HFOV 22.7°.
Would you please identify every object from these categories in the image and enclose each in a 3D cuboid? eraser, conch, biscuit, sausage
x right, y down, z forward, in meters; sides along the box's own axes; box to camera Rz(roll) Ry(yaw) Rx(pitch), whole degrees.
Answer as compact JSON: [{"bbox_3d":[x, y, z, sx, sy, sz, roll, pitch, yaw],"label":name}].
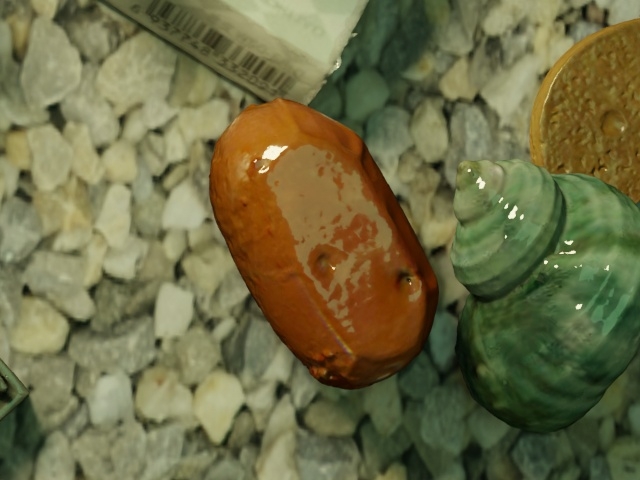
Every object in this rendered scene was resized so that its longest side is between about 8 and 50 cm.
[{"bbox_3d":[-0.131,-0.300,1.396,0.397,0.082,0.213,30,84,-12],"label":"eraser"},{"bbox_3d":[0.200,0.037,1.435,0.277,0.220,0.195,58,35,-25],"label":"conch"},{"bbox_3d":[0.271,-0.113,1.521,0.142,0.029,0.220,18,90,-14],"label":"biscuit"},{"bbox_3d":[0.000,0.000,1.402,0.153,0.141,0.268,-30,97,-12],"label":"sausage"}]

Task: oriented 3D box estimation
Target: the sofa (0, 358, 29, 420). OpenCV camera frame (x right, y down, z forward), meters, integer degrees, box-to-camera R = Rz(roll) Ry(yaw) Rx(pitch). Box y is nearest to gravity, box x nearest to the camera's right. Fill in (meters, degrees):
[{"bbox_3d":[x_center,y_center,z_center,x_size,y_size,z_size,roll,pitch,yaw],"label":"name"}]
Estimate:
[{"bbox_3d":[-0.328,0.103,1.367,0.085,0.060,0.147,-40,99,-9],"label":"sofa"}]
